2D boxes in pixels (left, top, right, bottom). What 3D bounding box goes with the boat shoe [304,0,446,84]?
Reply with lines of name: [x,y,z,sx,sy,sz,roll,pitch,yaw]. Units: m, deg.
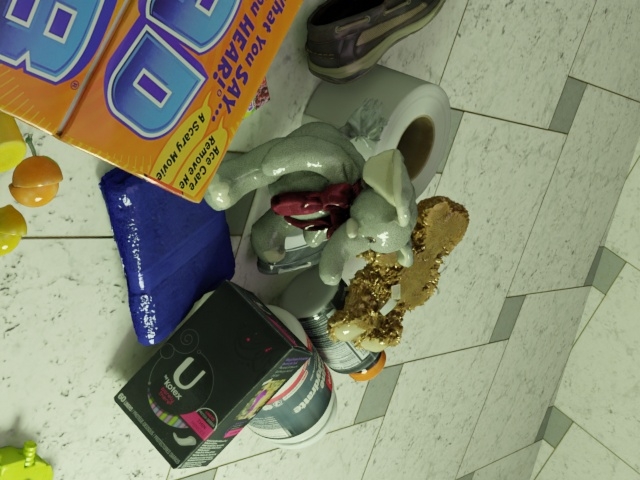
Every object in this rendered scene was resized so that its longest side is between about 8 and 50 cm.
boat shoe: [0.107,-0.413,1.636,0.355,0.132,0.130,-49,146,-24]

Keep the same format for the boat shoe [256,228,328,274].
boat shoe: [0.000,0.000,1.801,0.301,0.108,0.102,-18,126,-46]

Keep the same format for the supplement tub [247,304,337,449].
supplement tub: [-0.084,0.258,1.780,0.191,0.191,0.272,-52,146,-18]

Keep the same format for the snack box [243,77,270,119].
snack box: [-0.202,-0.188,1.305,0.207,0.174,0.070,-40,138,-31]

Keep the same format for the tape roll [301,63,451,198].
tape roll: [0.103,-0.192,1.752,0.246,0.169,0.246,-36,139,-38]

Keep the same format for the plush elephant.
plush elephant: [0.033,-0.048,1.497,0.330,0.255,0.272,-36,148,-8]

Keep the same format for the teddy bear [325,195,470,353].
teddy bear: [0.132,0.057,1.744,0.245,0.113,0.338,6,113,-35]

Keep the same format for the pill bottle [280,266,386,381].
pill bottle: [0.036,0.171,1.862,0.130,0.130,0.246,-52,129,-19]

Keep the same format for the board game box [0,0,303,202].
board game box: [-0.255,-0.303,0.901,0.356,0.356,0.356,26,91,-49]

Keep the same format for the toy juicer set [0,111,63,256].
toy juicer set: [-0.458,-0.023,1.151,0.329,0.089,0.209,-40,160,1]

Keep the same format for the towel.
towel: [-0.234,-0.016,1.490,0.227,0.076,0.308,-44,143,-41]

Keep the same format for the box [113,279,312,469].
box: [-0.172,0.222,1.572,0.270,0.165,0.143,-47,163,0]

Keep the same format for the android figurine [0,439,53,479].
android figurine: [-0.489,0.422,1.442,0.248,0.056,0.273,-3,116,-54]
